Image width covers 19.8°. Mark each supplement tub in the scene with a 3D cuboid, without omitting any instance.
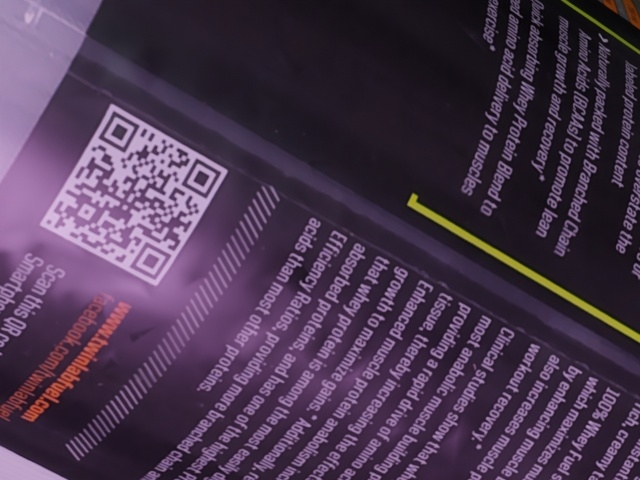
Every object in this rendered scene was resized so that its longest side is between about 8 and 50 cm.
[{"bbox_3d":[0.000,0.000,0.461,0.316,0.193,0.193,30,85,-26],"label":"supplement tub"}]
